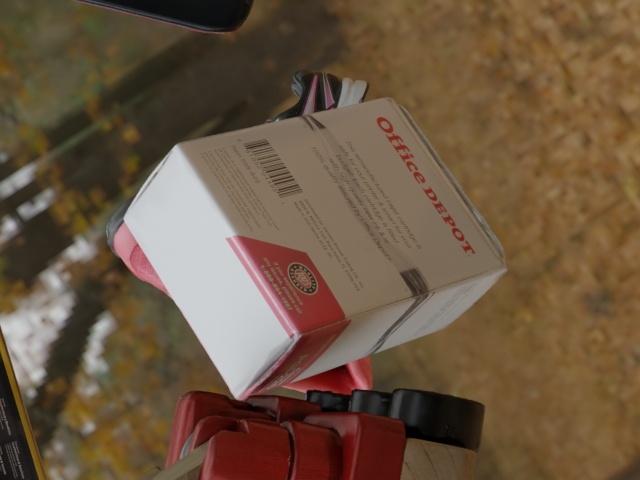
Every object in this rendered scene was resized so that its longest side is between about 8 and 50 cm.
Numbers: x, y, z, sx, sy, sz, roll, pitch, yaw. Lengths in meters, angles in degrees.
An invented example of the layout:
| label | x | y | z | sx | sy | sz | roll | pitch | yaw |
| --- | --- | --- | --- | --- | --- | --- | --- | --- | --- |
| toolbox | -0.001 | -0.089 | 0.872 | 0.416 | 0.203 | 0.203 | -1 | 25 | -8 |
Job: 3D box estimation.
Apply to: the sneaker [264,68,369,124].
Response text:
| label | x | y | z | sx | sy | sz | roll | pitch | yaw |
| --- | --- | --- | --- | --- | --- | --- | --- | --- | --- |
| sneaker | -0.022 | -0.076 | 1.807 | 0.077 | 0.178 | 0.072 | 22 | 159 | 1 |

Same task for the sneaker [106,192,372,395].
| label | x | y | z | sx | sy | sz | roll | pitch | yaw |
| --- | --- | --- | --- | --- | --- | --- | --- | --- | --- |
| sneaker | -0.049 | 0.048 | 1.675 | 0.314 | 0.116 | 0.136 | 32 | -156 | -45 |

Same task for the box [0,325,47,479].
| label | x | y | z | sx | sy | sz | roll | pitch | yaw |
| --- | --- | --- | --- | --- | --- | --- | --- | --- | --- |
| box | -0.344 | 0.192 | 1.908 | 0.257 | 0.079 | 0.322 | -41 | 65 | 62 |

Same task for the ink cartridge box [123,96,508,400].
| label | x | y | z | sx | sy | sz | roll | pitch | yaw |
| --- | --- | --- | --- | --- | --- | --- | --- | --- | --- |
| ink cartridge box | 0.000 | 0.000 | 1.348 | 0.218 | 0.092 | 0.158 | -17 | -113 | -43 |

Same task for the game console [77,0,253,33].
| label | x | y | z | sx | sy | sz | roll | pitch | yaw |
| --- | --- | --- | --- | --- | --- | --- | --- | --- | --- |
| game console | -0.174 | -0.377 | 1.487 | 0.342 | 0.387 | 0.060 | 13 | -172 | -11 |

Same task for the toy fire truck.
| label | x | y | z | sx | sy | sz | roll | pitch | yaw |
| --- | --- | --- | --- | --- | --- | --- | --- | --- | --- |
| toy fire truck | -0.058 | 0.150 | 1.151 | 0.246 | 0.158 | 0.217 | 13 | 172 | -19 |
